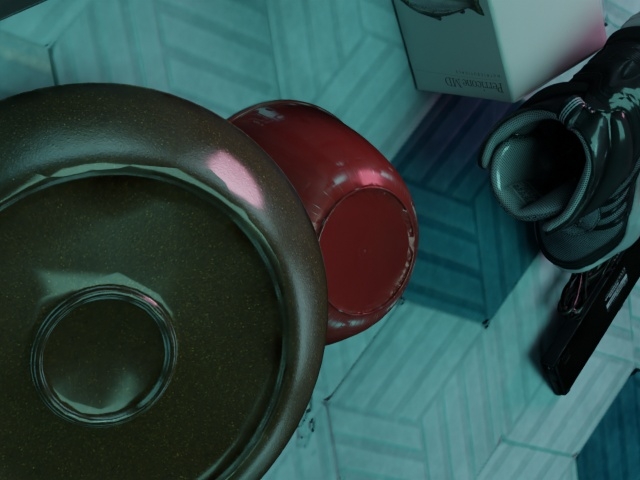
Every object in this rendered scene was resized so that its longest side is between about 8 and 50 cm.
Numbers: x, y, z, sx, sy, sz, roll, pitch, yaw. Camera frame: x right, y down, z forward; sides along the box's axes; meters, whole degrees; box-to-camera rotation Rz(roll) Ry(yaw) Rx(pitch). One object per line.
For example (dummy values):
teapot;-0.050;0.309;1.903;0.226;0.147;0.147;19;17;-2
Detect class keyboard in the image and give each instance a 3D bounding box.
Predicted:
keyboard;0.230;0.030;1.335;0.192;0.038;0.100;-56;151;-17

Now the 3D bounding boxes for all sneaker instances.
sneaker;0.176;-0.045;1.165;0.153;0.101;0.268;-32;157;-29

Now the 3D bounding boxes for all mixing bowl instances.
mixing bowl;0.000;0.000;1.086;0.181;0.098;0.181;-11;107;-38

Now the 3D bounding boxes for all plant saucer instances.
plant saucer;-0.133;0.063;0.959;0.311;0.050;0.310;-6;108;-19

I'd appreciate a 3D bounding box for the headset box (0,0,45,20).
headset box;-0.151;-0.196;0.789;0.218;0.293;0.110;-31;118;-32

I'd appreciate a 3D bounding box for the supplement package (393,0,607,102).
supplement package;0.115;-0.202;1.133;0.105;0.105;0.179;-33;118;-30
